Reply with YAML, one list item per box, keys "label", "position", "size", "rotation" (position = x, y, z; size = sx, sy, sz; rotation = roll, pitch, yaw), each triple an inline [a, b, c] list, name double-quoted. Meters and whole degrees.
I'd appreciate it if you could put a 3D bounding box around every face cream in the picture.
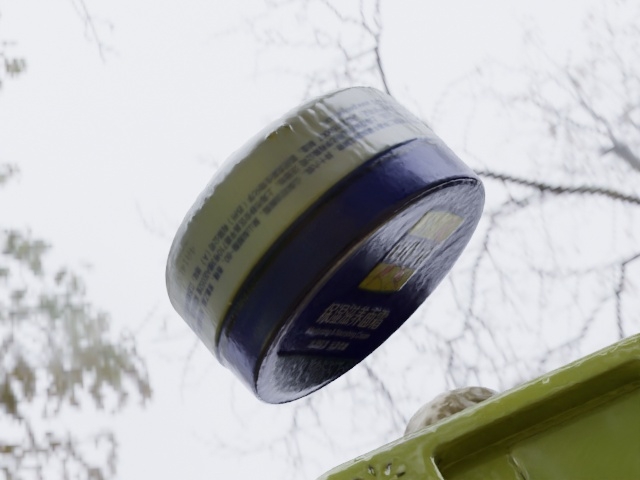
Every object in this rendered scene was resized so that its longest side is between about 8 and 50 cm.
- label: "face cream"
  position: [0.000, 0.000, 1.155]
  size: [0.206, 0.111, 0.206]
  rotation: [-39, -19, -16]

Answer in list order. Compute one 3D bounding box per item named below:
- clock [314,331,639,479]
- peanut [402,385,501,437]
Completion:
- label: "clock"
  position: [0.104, 0.138, 0.767]
  size: [0.202, 0.143, 0.096]
  rotation: [-22, -48, -6]
- label: "peanut"
  position: [0.173, 0.219, 1.418]
  size: [0.143, 0.291, 0.159]
  rotation: [-39, -65, -11]
